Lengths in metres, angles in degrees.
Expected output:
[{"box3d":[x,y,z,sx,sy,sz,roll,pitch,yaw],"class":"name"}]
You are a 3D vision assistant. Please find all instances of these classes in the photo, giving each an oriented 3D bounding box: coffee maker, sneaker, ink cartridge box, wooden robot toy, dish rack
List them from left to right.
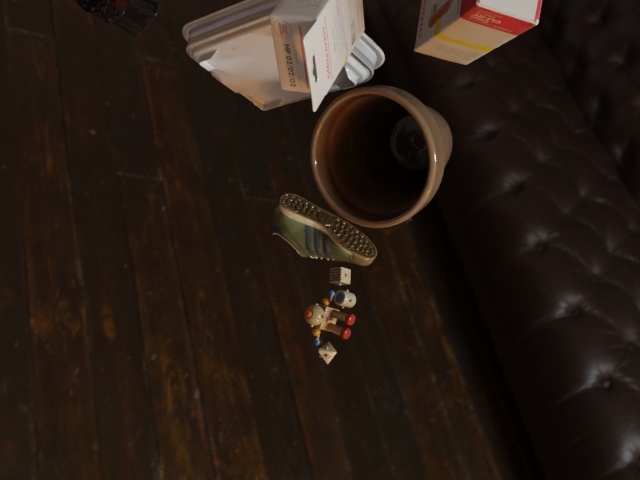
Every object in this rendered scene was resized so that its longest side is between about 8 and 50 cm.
[{"box3d":[-0.459,-0.533,1.898,0.178,0.120,0.171,9,61,-66],"class":"coffee maker"},{"box3d":[-0.077,-0.347,1.605,0.285,0.333,0.072,30,61,-45],"class":"dish rack"},{"box3d":[-0.007,-0.246,0.988,0.062,0.104,0.181,11,48,19],"class":"ink cartridge box"},{"box3d":[0.000,0.000,1.453,0.192,0.086,0.064,32,40,3],"class":"sneaker"},{"box3d":[0.011,0.128,1.476,0.079,0.076,0.173,19,86,-46],"class":"wooden robot toy"},{"box3d":[0.378,-0.607,1.994,0.160,0.385,0.279,11,84,-14],"class":"ink cartridge box"}]

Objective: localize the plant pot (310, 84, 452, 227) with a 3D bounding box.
[{"box3d":[0.146,-0.173,1.623,0.263,0.263,0.229,50,32,10],"class":"plant pot"}]
